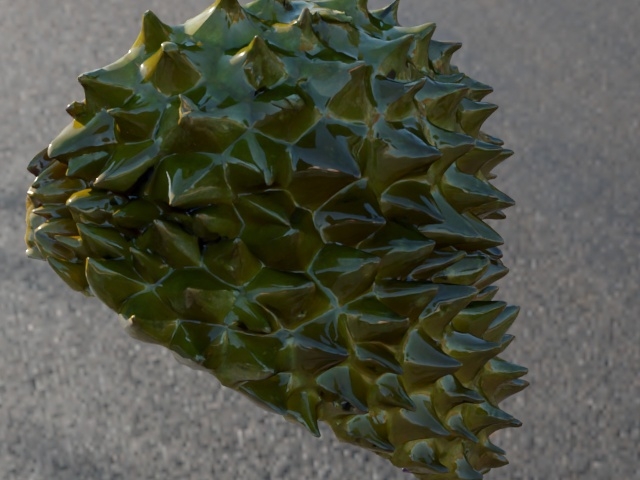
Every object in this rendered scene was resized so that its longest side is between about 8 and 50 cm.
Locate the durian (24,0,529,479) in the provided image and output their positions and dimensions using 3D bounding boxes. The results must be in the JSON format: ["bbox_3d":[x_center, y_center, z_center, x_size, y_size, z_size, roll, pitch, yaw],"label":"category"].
[{"bbox_3d":[0.013,-0.002,0.550,0.154,0.186,0.260,23,8,33],"label":"durian"}]
